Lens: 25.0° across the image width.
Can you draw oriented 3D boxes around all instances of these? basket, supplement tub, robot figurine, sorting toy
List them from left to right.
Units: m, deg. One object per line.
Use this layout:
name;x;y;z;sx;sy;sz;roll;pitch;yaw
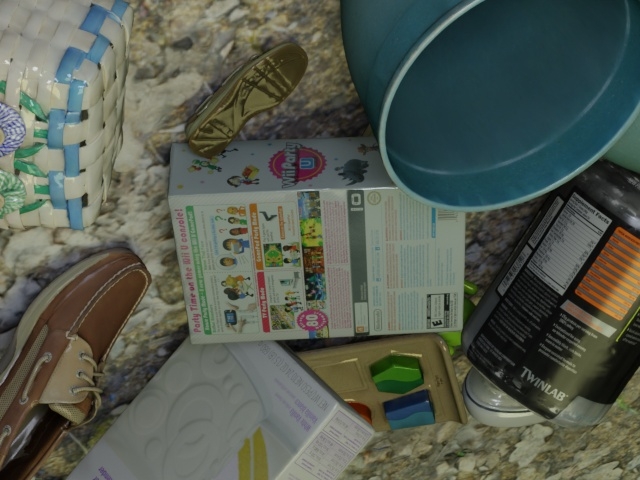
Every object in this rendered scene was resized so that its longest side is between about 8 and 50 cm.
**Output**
basket;-0.316;-0.139;1.250;0.289;0.201;0.254;14;135;6
sorting toy;0.056;0.170;1.836;0.229;0.041;0.307;-6;142;11
robot figurine;0.160;0.094;1.845;0.115;0.067;0.101;35;78;-54
supplement tub;0.336;0.041;1.746;0.207;0.207;0.338;19;110;-41

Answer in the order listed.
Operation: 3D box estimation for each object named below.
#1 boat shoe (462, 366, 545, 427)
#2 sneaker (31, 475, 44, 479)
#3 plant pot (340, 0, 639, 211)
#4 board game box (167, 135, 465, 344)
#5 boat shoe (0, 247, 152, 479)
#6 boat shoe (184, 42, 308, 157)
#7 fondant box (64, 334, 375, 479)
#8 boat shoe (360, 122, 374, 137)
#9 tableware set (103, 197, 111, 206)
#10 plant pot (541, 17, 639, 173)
boat shoe;0.357;0.123;1.936;0.367;0.136;0.156;-20;141;-12
sneaker;-0.387;0.322;1.728;0.447;0.169;0.257;8;132;-32
plant pot;0.136;-0.210;1.348;0.272;0.255;0.271;-14;138;-13
board game box;0.000;0.000;1.548;0.303;0.097;0.224;-3;133;0
boat shoe;-0.285;0.155;1.573;0.324;0.116;0.123;-53;150;-6
boat shoe;-0.079;-0.150;1.475;0.153;0.048;0.056;-45;126;12
fondant box;-0.131;0.263;1.675;0.330;0.238;0.096;-50;139;0
boat shoe;0.091;-0.049;1.634;0.105;0.089;0.285;-7;137;-22
tableware set;-0.301;-0.042;1.399;0.194;0.128;0.039;-12;107;-16
plant pot;0.334;-0.194;1.487;0.196;0.293;0.293;-4;144;15
